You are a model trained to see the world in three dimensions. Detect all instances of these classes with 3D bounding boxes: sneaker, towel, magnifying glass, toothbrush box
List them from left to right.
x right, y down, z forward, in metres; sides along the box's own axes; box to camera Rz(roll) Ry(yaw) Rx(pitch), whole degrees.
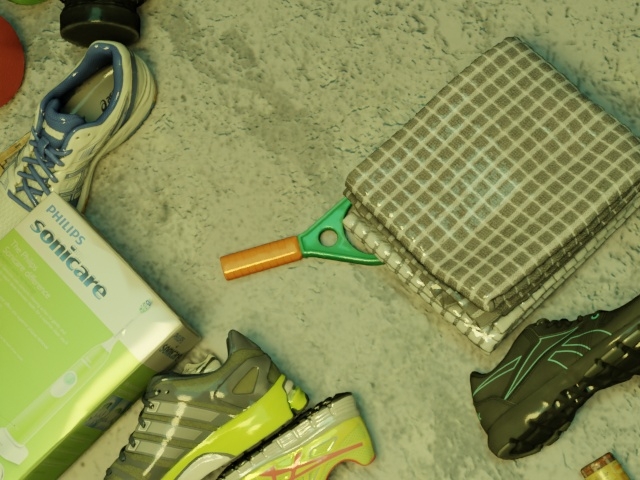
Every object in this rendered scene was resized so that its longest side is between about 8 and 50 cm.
[{"bbox_3d":[-0.306,0.124,1.294,0.206,0.122,0.283,44,85,12],"label":"toothbrush box"},{"bbox_3d":[-0.306,-0.104,1.377,0.112,0.131,0.296,29,82,11],"label":"sneaker"},{"bbox_3d":[-0.165,0.208,1.280,0.300,0.111,0.121,-34,89,-10],"label":"sneaker"},{"bbox_3d":[-0.147,0.157,1.343,0.083,0.032,0.037,-26,60,-6],"label":"sneaker"},{"bbox_3d":[-0.033,0.251,1.279,0.208,0.081,0.094,-33,90,5],"label":"sneaker"},{"bbox_3d":[0.000,0.000,1.368,0.231,0.026,0.092,-17,74,3],"label":"magnifying glass"},{"bbox_3d":[0.190,-0.057,1.295,0.284,0.121,0.235,-41,72,-13],"label":"towel"},{"bbox_3d":[0.258,0.113,1.238,0.267,0.101,0.106,-41,52,20],"label":"sneaker"}]

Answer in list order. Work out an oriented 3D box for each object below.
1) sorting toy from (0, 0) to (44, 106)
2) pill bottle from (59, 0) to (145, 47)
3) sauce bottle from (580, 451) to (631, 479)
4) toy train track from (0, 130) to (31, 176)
[{"bbox_3d":[-0.407,-0.328,1.482,0.126,0.127,0.365,4,70,38],"label":"sorting toy"},{"bbox_3d":[-0.261,-0.347,1.436,0.123,0.123,0.219,-2,79,6],"label":"pill bottle"},{"bbox_3d":[0.320,0.282,1.247,0.042,0.042,0.128,-32,76,-2],"label":"sauce bottle"},{"bbox_3d":[-0.377,-0.104,1.442,0.083,0.014,0.048,-38,114,-13],"label":"toy train track"}]
